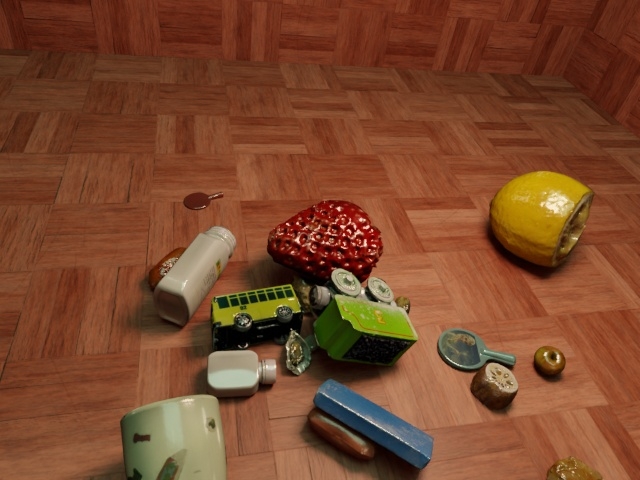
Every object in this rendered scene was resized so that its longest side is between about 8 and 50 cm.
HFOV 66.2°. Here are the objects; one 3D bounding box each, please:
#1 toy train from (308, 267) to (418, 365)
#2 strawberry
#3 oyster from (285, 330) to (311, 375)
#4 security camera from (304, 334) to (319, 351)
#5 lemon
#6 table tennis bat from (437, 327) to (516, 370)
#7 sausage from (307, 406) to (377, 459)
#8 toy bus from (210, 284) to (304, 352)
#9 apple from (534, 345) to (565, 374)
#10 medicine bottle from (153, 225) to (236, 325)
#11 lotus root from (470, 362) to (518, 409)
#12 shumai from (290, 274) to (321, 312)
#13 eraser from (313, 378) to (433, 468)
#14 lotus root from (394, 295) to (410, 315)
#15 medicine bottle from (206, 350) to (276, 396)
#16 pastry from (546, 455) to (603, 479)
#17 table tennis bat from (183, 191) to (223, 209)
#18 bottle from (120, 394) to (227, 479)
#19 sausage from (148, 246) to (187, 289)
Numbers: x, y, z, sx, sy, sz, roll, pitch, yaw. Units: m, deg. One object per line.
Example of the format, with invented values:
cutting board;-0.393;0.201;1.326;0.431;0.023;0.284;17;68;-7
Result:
toy train;0.111;0.226;1.416;0.307;0.173;0.249;15;37;-31
strawberry;0.000;0.000;1.573;0.344;0.295;0.318;6;41;-32
oyster;-0.073;0.324;1.395;0.098;0.037;0.100;44;52;-10
security camera;-0.011;0.293;1.455;0.092;0.058;0.058;-33;56;-22
lemon;0.805;-0.098;1.840;0.363;0.364;0.364;6;42;-5
table tennis bat;0.477;0.342;1.504;0.237;0.038;0.149;13;41;7
sausage;0.054;0.482;1.232;0.194;0.077;0.077;26;44;18
toy bus;-0.194;0.224;1.430;0.261;0.128;0.150;-7;44;-20
apple;0.695;0.366;1.490;0.089;0.075;0.090;5;44;-5
medicine bottle;-0.373;0.091;1.499;0.124;0.179;0.324;19;43;9
lotus root;0.502;0.411;1.405;0.112;0.081;0.122;-18;48;-38
shumai;-0.035;0.164;1.562;0.123;0.105;0.139;-11;71;-27
eraser;0.133;0.456;1.240;0.311;0.043;0.144;26;5;15
lotus root;0.261;0.221;1.581;0.054;0.049;0.099;22;41;0
medicine bottle;-0.213;0.356;1.321;0.183;0.069;0.119;-1;42;-10
pastry;0.631;0.611;1.202;0.153;0.081;0.153;10;32;-6
table tennis bat;-0.448;-0.160;1.886;0.154;0.019;0.098;-19;48;-25
bottle;-0.284;0.521;1.013;0.229;0.229;0.352;-9;65;-20
sausage;-0.474;0.084;1.559;0.089;0.089;0.179;23;45;14
